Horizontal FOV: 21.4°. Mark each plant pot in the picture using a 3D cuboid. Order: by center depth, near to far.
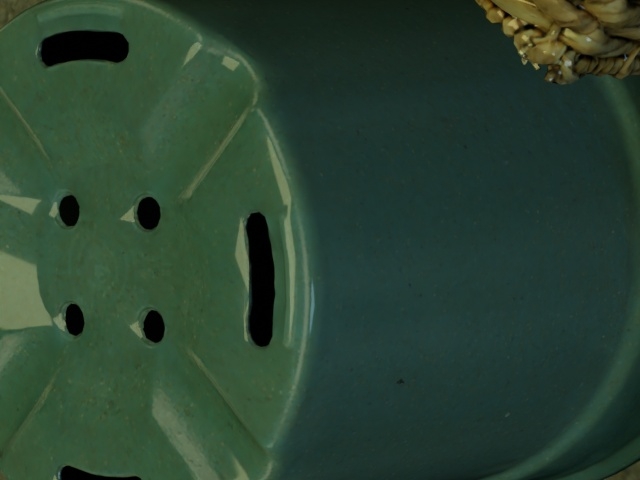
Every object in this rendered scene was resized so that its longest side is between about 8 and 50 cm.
[{"bbox_3d":[0.000,0.000,0.885,0.341,0.334,0.341,6,99,38],"label":"plant pot"}]

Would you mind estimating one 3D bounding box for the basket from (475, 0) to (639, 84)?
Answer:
[{"bbox_3d":[0.171,-0.218,0.747,0.213,0.299,0.223,50,125,25],"label":"basket"}]
